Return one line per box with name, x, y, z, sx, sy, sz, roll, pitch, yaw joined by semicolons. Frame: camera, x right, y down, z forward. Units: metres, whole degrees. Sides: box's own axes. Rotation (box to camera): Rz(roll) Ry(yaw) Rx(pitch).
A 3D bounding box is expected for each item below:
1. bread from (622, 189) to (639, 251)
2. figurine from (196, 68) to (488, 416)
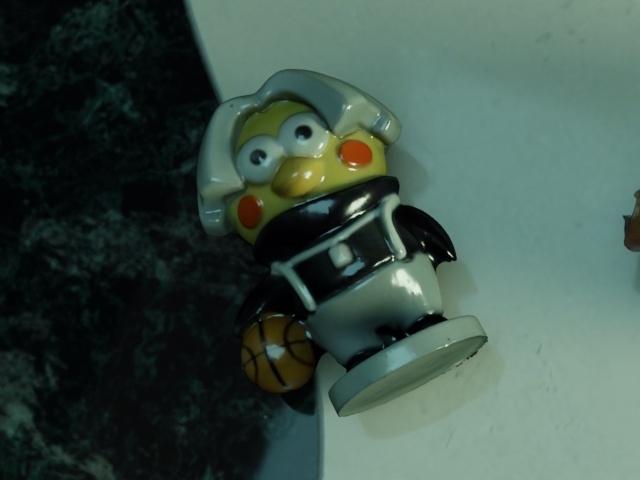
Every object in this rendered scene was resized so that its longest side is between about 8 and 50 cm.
bread;0.323;-0.016;1.284;0.244;0.123;0.190;0;79;13
figurine;0.000;0.000;1.342;0.176;0.133;0.236;-27;77;2
